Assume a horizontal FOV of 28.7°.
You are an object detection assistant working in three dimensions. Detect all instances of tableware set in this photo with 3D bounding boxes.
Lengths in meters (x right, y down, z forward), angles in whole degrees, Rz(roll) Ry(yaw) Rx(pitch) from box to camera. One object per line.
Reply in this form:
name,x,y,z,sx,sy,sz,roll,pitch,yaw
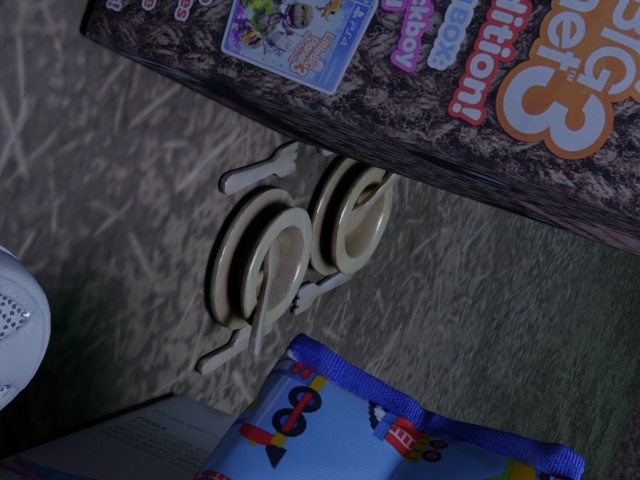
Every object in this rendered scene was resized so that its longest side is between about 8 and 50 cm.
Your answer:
tableware set,0.000,0.000,0.772,0.194,0.039,0.128,-29,134,-55

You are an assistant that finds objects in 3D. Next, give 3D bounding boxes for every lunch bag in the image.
lunch bag,-0.014,0.228,0.526,0.221,0.138,0.293,-51,157,-42

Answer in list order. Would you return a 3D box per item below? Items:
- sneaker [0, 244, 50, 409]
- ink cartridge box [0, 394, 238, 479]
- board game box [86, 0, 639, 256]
sneaker,-0.172,0.076,0.380,0.281,0.115,0.105,-30,134,-55
ink cartridge box,-0.122,0.221,0.582,0.306,0.131,0.226,-11,118,-60
board game box,0.088,-0.093,0.578,0.232,0.291,0.141,18,92,-65
